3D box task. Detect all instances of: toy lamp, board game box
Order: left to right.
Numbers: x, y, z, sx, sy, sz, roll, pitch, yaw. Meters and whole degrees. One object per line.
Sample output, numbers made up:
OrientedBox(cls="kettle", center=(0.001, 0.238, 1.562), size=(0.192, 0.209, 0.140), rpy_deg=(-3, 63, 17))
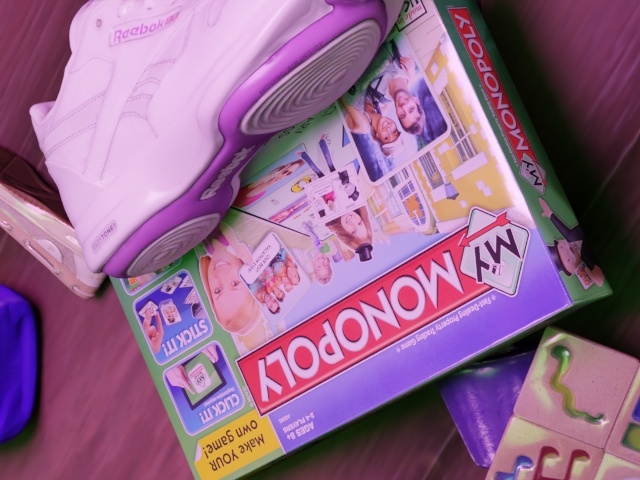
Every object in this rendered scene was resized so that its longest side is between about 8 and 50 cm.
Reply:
OrientedBox(cls="board game box", center=(0.000, 0.000, 1.086), size=(0.317, 0.046, 0.213), rpy_deg=(-32, 77, 39))
OrientedBox(cls="toy lamp", center=(0.088, -0.002, 1.089), size=(0.080, 0.080, 0.274), rpy_deg=(-12, 93, 23))

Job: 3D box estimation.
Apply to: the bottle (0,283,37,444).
OrientedBox(cls="bottle", center=(-0.335, 0.073, 1.264), size=(0.283, 0.092, 0.118), rpy_deg=(7, 101, 21))

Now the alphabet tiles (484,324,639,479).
OrientedBox(cls="alphabet tiles", center=(0.224, 0.202, 1.061), size=(0.285, 0.011, 0.342), rpy_deg=(21, 104, 3))

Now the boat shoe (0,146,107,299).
OrientedBox(cls="boat shoe", center=(-0.204, -0.020, 1.221), size=(0.153, 0.056, 0.048), rpy_deg=(33, 111, 5))

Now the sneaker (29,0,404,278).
OrientedBox(cls="sneaker", center=(-0.073, -0.108, 1.020), size=(0.305, 0.114, 0.152), rpy_deg=(-43, 71, 37))
